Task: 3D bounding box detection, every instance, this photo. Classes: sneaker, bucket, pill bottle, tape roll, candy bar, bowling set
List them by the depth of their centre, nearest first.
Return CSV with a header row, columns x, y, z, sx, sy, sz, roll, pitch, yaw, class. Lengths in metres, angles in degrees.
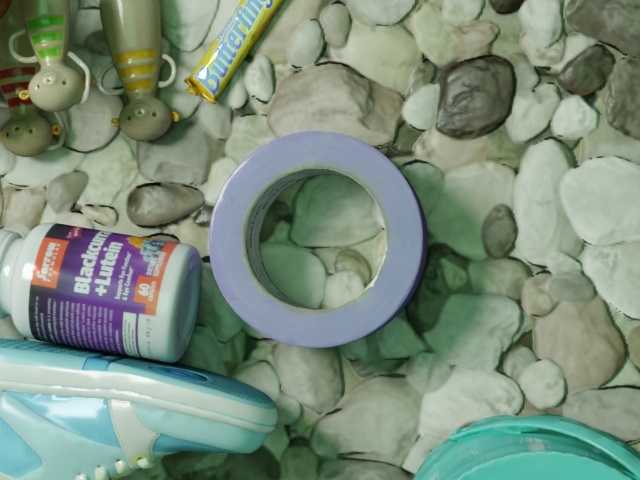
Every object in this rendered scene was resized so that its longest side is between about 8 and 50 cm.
x,y,z,sx,sy,sz,roll,pitch,yaw,class
0.187,0.282,1.279,0.281,0.183,0.281,0,90,6,bucket
-0.286,-0.153,1.352,0.287,0.200,0.154,-8,89,11,bowling set
0.000,0.000,1.364,0.189,0.080,0.189,0,87,7,tape roll
-0.200,0.204,1.365,0.319,0.127,0.208,7,89,14,sneaker
-0.211,0.042,1.375,0.193,0.108,0.108,9,89,7,pill bottle
-0.069,-0.196,1.410,0.040,0.018,0.161,35,92,7,candy bar
